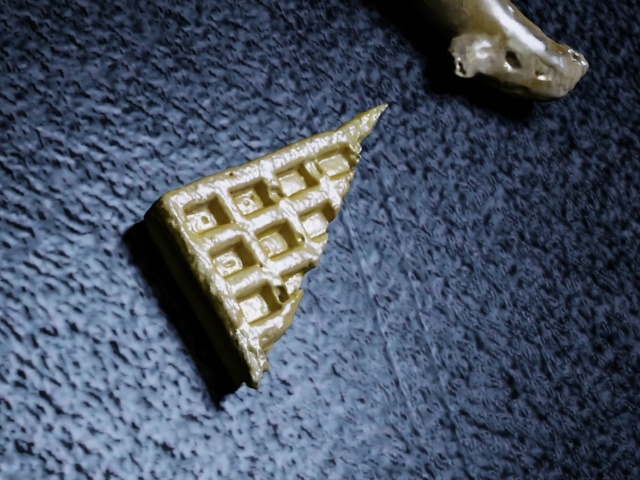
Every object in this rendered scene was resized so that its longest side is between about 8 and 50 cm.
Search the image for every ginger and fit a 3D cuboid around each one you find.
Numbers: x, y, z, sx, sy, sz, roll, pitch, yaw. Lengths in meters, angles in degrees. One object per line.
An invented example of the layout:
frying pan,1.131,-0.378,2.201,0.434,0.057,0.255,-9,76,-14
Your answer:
ginger,0.074,-0.215,1.184,0.131,0.086,0.294,-34,93,-51

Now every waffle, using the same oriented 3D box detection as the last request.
waffle,0.000,0.000,1.030,0.191,0.032,0.125,-22,76,-39
